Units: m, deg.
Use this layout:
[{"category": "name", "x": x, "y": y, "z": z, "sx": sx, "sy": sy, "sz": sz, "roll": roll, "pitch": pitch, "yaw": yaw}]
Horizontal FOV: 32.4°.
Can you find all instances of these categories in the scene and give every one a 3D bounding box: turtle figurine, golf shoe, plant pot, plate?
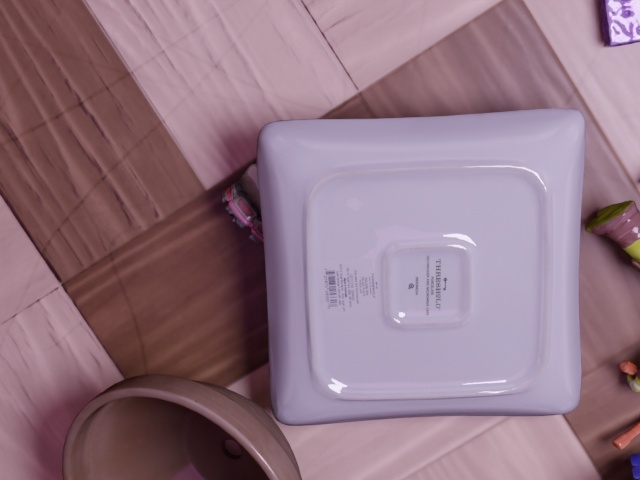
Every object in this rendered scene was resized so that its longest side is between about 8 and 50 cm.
[{"category": "turtle figurine", "x": 0.330, "y": 0.051, "z": 0.967, "sx": 0.269, "sy": 0.087, "sz": 0.217, "roll": -36, "pitch": 95, "yaw": 7}, {"category": "golf shoe", "x": 0.000, "y": 0.000, "z": 0.989, "sx": 0.086, "sy": 0.067, "sz": 0.186, "roll": -43, "pitch": 94, "yaw": 8}, {"category": "plant pot", "x": -0.102, "y": 0.213, "z": 0.985, "sx": 0.237, "sy": 0.110, "sz": 0.237, "roll": 10, "pitch": 115, "yaw": 22}, {"category": "plate", "x": 0.089, "y": 0.033, "z": 0.936, "sx": 0.278, "sy": 0.045, "sz": 0.277, "roll": -2, "pitch": 106, "yaw": 0}]

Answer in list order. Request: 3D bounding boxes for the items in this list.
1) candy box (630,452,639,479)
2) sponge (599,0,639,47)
[{"category": "candy box", "x": 0.428, "y": 0.328, "z": 0.943, "sx": 0.268, "sy": 0.122, "sz": 0.317, "roll": -11, "pitch": 97, "yaw": 12}, {"category": "sponge", "x": 0.294, "y": -0.280, "z": 0.952, "sx": 0.117, "sy": 0.031, "sz": 0.210, "roll": -8, "pitch": 97, "yaw": 4}]
